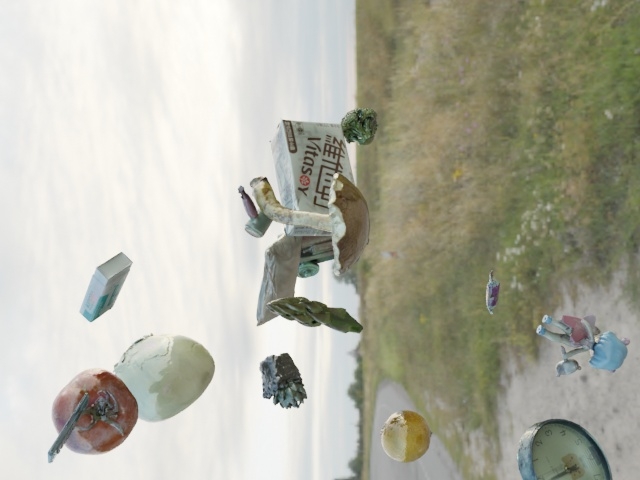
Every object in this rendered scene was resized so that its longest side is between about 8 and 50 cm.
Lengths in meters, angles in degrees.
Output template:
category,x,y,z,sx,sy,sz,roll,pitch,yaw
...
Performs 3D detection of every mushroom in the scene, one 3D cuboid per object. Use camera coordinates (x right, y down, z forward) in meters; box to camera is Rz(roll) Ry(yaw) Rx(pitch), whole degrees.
category,x,y,z,sx,sy,sz,roll,pitch,yaw
mushroom,-0.011,-0.038,1.650,0.208,0.301,0.233,22,-108,-46

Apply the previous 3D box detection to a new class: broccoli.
category,x,y,z,sx,sy,sz,roll,pitch,yaw
broccoli,0.119,-0.344,2.112,0.120,0.130,0.131,61,144,31

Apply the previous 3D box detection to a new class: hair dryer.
category,x,y,z,sx,sy,sz,roll,pitch,yaw
hair dryer,-0.159,-0.083,1.680,0.106,0.054,0.154,-59,-31,-15

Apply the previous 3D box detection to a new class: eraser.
category,x,y,z,sx,sy,sz,roll,pitch,yaw
eraser,-0.577,0.128,1.866,0.095,0.052,0.225,-41,-9,-46

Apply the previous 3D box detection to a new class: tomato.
category,x,y,z,sx,sy,sz,roll,pitch,yaw
tomato,-0.620,0.474,1.903,0.188,0.232,0.232,151,122,-64

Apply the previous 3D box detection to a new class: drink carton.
category,x,y,z,sx,sy,sz,roll,pitch,yaw
drink carton,-0.017,-0.181,1.970,0.132,0.194,0.324,124,139,-56

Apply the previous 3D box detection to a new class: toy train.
category,x,y,z,sx,sy,sz,roll,pitch,yaw
toy train,0.000,0.000,2.202,0.221,0.304,0.150,72,-177,-57

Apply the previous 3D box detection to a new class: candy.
category,x,y,z,sx,sy,sz,roll,pitch,yaw
candy,0.579,0.177,2.335,0.045,0.043,0.175,-85,-9,-54

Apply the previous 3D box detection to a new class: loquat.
category,x,y,z,sx,sy,sz,roll,pitch,yaw
loquat,0.226,0.515,1.832,0.141,0.141,0.141,-1,-90,-86

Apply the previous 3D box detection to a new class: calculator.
category,x,y,z,sx,sy,sz,roll,pitch,yaw
calculator,-0.591,0.439,1.635,0.172,0.018,0.057,-69,4,-46

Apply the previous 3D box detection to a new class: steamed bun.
category,x,y,z,sx,sy,sz,roll,pitch,yaw
steamed bun,-0.537,0.443,2.361,0.334,0.312,0.233,-47,-63,-31

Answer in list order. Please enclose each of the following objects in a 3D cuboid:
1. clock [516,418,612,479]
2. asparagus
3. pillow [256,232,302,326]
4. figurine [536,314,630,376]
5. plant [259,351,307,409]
category,x,y,z,sx,sy,sz,roll,pitch,yaw
clock,0.547,0.508,1.548,0.049,0.226,0.226,126,152,-51
asparagus,-0.016,0.194,1.858,0.080,0.287,0.080,-37,47,54
pillow,-0.121,0.107,2.027,0.173,0.067,0.270,-24,-51,-52
figurine,0.733,0.305,1.960,0.103,0.260,0.205,-124,58,-86
plant,-0.132,0.490,2.393,0.129,0.132,0.194,-52,52,44
